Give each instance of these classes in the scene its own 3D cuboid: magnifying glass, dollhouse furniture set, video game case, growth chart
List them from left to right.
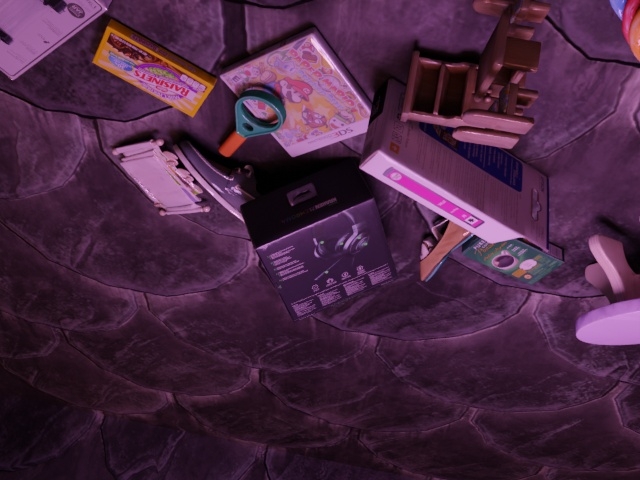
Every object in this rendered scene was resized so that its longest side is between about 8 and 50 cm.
[{"bbox_3d":[-0.336,-0.129,1.534,0.172,0.021,0.237,1,143,28],"label":"growth chart"},{"bbox_3d":[-0.138,-0.212,1.339,0.092,0.026,0.231,32,152,-16],"label":"magnifying glass"},{"bbox_3d":[-0.033,-0.254,1.279,0.206,0.026,0.227,-15,136,33],"label":"video game case"},{"bbox_3d":[0.217,-0.249,1.056,0.161,0.212,0.242,10,171,2],"label":"dollhouse furniture set"}]

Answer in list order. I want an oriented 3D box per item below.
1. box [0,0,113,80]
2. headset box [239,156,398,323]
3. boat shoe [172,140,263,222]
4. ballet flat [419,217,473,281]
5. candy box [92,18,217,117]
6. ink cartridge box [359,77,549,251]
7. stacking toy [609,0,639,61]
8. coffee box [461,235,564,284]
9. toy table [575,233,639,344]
[{"bbox_3d":[-0.482,-0.399,1.174,0.290,0.087,0.169,-20,133,36],"label":"box"},{"bbox_3d":[0.000,0.000,1.440,0.246,0.131,0.283,-24,139,0],"label":"headset box"},{"bbox_3d":[-0.168,-0.110,1.487,0.099,0.116,0.319,-46,116,2],"label":"boat shoe"},{"bbox_3d":[0.258,0.003,1.514,0.073,0.080,0.232,43,140,7],"label":"ballet flat"},{"bbox_3d":[-0.300,-0.306,1.293,0.206,0.027,0.105,27,145,-18],"label":"candy box"},{"bbox_3d":[0.244,-0.119,1.246,0.371,0.175,0.069,26,143,-18],"label":"ink cartridge box"},{"bbox_3d":[0.478,-0.230,0.912,0.175,0.302,0.166,33,140,-26],"label":"stacking toy"},{"bbox_3d":[0.403,0.023,1.503,0.184,0.040,0.113,22,143,-13],"label":"coffee box"},{"bbox_3d":[0.619,0.096,1.397,0.252,0.161,0.274,24,152,-34],"label":"toy table"}]
